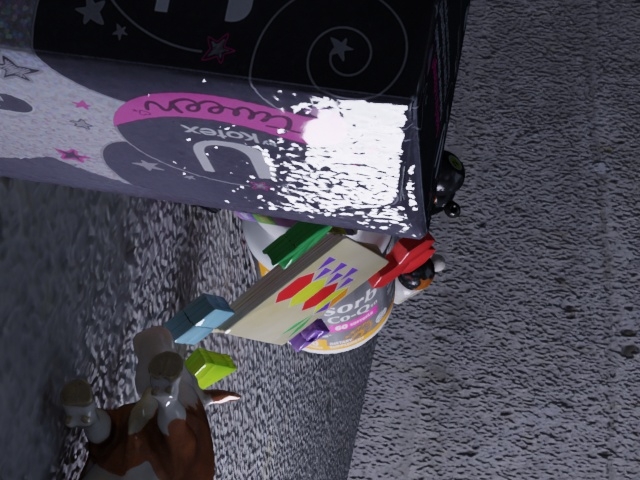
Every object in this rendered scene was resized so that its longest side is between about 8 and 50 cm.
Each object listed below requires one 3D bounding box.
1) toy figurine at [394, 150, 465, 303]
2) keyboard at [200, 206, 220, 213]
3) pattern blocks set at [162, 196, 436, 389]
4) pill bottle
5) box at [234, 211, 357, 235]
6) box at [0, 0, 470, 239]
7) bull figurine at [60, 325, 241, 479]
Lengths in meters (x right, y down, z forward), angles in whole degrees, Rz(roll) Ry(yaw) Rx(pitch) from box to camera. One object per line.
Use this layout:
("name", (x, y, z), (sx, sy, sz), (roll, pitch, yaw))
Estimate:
("toy figurine", (0.070, -0.029, 1.621), (0.148, 0.213, 0.209), (114, -8, -75))
("keyboard", (-0.090, -0.119, 1.103), (0.108, 0.023, 0.180), (45, 54, -80))
("pattern blocks set", (-0.015, 0.043, 1.142), (0.285, 0.026, 0.325), (-36, 164, 0))
("pill bottle", (0.000, 0.000, 1.354), (0.278, 0.162, 0.162), (81, 19, -62))
("box", (-0.015, -0.145, 1.101), (0.213, 0.117, 0.243), (51, 48, -79))
("box", (-0.068, -0.101, 0.507), (0.163, 0.247, 0.142), (69, 30, -73))
("bull figurine", (-0.135, 0.181, 0.869), (0.188, 0.101, 0.310), (78, 20, -58))
